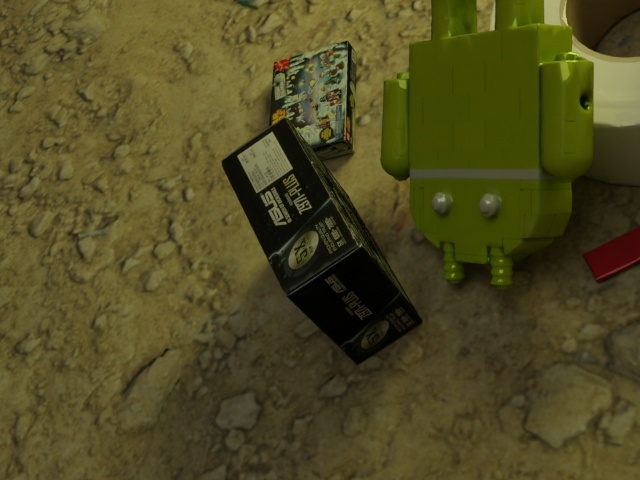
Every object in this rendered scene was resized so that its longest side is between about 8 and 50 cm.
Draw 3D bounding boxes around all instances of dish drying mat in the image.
[{"bbox_3d":[0.269,0.006,0.913,0.083,0.008,0.032,-28,50,12],"label":"dish drying mat"}]

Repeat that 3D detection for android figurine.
[{"bbox_3d":[0.142,-0.095,0.933,0.248,0.056,0.273,8,98,55],"label":"android figurine"}]

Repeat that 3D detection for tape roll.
[{"bbox_3d":[0.302,-0.194,0.963,0.286,0.100,0.286,-15,55,22],"label":"tape roll"}]

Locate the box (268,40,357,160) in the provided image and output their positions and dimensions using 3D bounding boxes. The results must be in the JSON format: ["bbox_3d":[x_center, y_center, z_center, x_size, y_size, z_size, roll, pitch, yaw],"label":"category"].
[{"bbox_3d":[-0.009,-0.146,1.153,0.094,0.027,0.137,-13,56,23],"label":"box"}]

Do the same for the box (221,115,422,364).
[{"bbox_3d":[0.000,0.000,0.977,0.077,0.147,0.180,-34,51,6],"label":"box"}]
